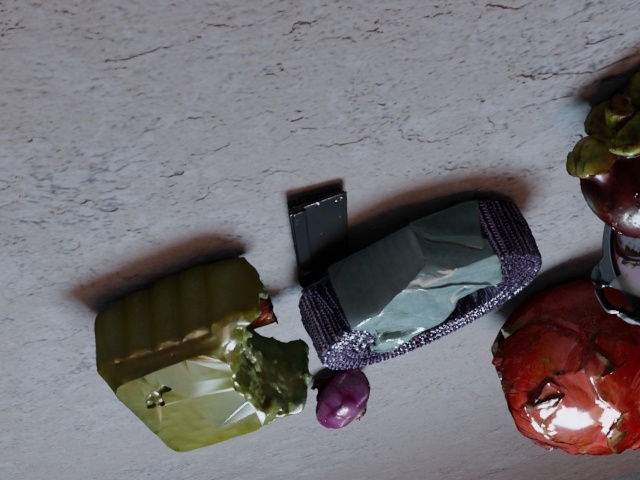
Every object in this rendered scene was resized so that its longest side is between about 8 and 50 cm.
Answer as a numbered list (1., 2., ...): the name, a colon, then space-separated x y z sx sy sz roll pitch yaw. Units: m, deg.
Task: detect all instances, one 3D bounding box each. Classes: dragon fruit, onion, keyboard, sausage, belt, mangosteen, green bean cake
1. dragon fruit: 0.430 0.205 1.617 0.301 0.296 0.296 -15 155 3
2. onion: 0.032 0.264 1.720 0.104 0.115 0.115 28 152 8
3. keyboard: 0.000 -0.001 1.246 0.072 0.023 0.231 -21 156 -7
4. sausage: -0.131 0.111 1.362 0.145 0.048 0.050 -17 -167 3
5. belt: 0.129 0.064 1.329 0.324 0.122 0.260 -27 158 13
6. mangosteen: 0.359 -0.094 1.134 0.166 0.166 0.180 -29 121 25
7. green bean cake: -0.141 0.153 1.281 0.232 0.124 0.236 -21 137 9

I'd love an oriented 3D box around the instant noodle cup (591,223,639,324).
1. instant noodle cup: 0.519 0.007 1.350 0.302 0.259 0.181 -20 169 22
